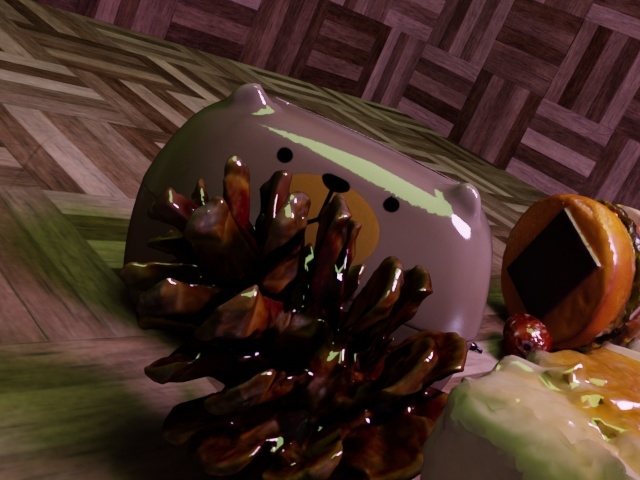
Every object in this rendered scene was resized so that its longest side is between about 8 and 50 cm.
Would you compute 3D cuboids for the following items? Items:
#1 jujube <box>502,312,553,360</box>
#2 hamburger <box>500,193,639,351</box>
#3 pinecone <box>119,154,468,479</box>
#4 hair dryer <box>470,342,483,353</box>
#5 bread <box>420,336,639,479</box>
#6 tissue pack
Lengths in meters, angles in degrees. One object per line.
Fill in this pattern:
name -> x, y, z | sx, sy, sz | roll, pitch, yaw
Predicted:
jujube -> 0.314, 0.153, 1.129 | 0.077, 0.077, 0.129 | 26, 7, 4
hamburger -> 0.465, 0.059, 1.255 | 0.225, 0.291, 0.291 | 12, 21, -25
pinecone -> -0.020, 0.078, 0.576 | 0.309, 0.244, 0.244 | 59, 6, -22
hair dryer -> 0.206, 0.149, 1.074 | 0.083, 0.031, 0.079 | 30, 28, -9
bread -> 0.274, 0.259, 0.417 | 0.371, 0.279, 0.390 | 2, 29, -38
tissue pack -> 0.000, 0.000, 0.823 | 0.387, 0.277, 0.267 | 27, 15, 5
